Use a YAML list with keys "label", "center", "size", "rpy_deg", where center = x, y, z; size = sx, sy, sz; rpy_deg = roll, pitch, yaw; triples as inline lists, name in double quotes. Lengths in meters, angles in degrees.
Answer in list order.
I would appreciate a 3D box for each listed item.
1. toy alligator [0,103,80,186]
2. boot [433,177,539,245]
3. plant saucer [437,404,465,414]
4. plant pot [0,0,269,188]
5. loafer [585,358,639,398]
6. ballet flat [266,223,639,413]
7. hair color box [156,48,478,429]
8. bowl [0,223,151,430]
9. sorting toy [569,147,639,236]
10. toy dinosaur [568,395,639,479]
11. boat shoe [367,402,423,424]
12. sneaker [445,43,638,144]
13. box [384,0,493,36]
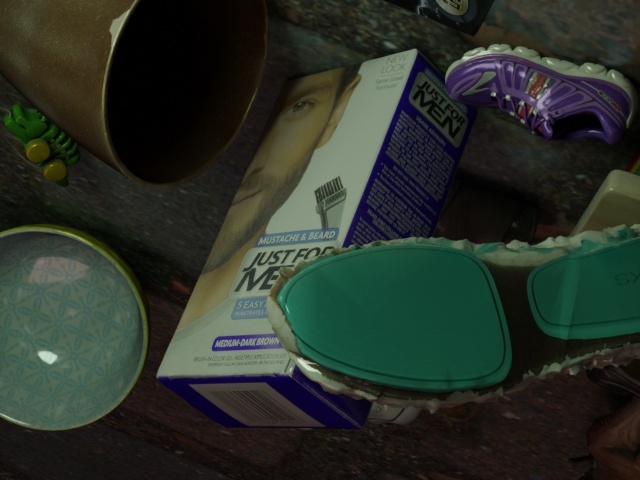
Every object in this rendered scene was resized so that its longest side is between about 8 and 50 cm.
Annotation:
- label: "toy alligator"
  center: [-0.326, -0.128, 1.627]
  size: [0.051, 0.056, 0.189]
  rpy_deg: [-29, 140, 3]
- label: "boot"
  center: [0.115, 0.030, 1.485]
  size: [0.161, 0.083, 0.246]
  rpy_deg: [22, 120, 1]
- label: "plant saucer"
  center: [0.166, 0.220, 1.973]
  size: [0.083, 0.015, 0.083]
  rpy_deg: [17, 154, 8]
- label: "plant pot"
  center: [-0.203, -0.185, 1.268]
  size: [0.230, 0.215, 0.215]
  rpy_deg: [23, 159, 29]
- label: "loafer"
  center: [0.394, 0.159, 1.630]
  size: [0.170, 0.062, 0.061]
  rpy_deg: [15, 149, 11]
- label: "ballet flat"
  center: [0.146, 0.073, 1.175]
  size: [0.409, 0.147, 0.147]
  rpy_deg: [-3, 160, -17]
- label: "hair color box"
  center: [0.000, 0.000, 1.285]
  size: [0.185, 0.339, 0.110]
  rpy_deg: [-7, 141, 45]
- label: "bowl"
  center: [-0.358, 0.101, 1.939]
  size: [0.289, 0.289, 0.156]
  rpy_deg: [20, -163, 3]
- label: "sorting toy"
  center: [0.366, 0.015, 1.328]
  size: [0.257, 0.089, 0.255]
  rpy_deg: [19, 155, 2]
- label: "toy dinosaur"
  center: [0.392, 0.271, 1.788]
  size: [0.200, 0.127, 0.295]
  rpy_deg: [11, 148, 36]
- label: "boat shoe"
  center: [0.086, 0.211, 1.936]
  size: [0.076, 0.083, 0.226]
  rpy_deg: [25, 155, -10]
- label: "sneaker"
  center: [0.186, -0.122, 1.217]
  size: [0.170, 0.071, 0.068]
  rpy_deg: [11, 153, 21]
- label: "box"
  center: [0.070, -0.248, 0.927]
  size: [0.147, 0.180, 0.077]
  rpy_deg: [21, 153, -2]
